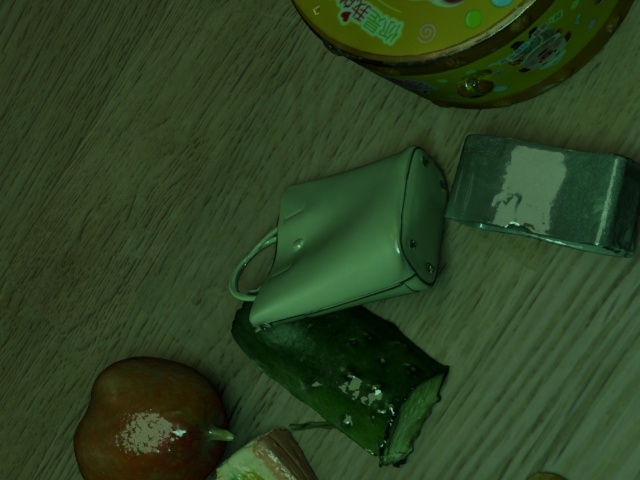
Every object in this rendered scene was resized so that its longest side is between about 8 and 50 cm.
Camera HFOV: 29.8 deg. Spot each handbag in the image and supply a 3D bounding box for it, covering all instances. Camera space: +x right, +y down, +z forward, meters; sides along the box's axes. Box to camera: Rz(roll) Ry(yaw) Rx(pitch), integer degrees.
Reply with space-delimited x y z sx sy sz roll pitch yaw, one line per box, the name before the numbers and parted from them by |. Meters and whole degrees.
handbag | 0.000 0.000 1.519 0.315 0.109 0.241 -13 43 28

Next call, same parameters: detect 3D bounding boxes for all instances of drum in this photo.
drum | 0.171 -0.382 1.457 0.431 0.214 0.431 -7 76 31

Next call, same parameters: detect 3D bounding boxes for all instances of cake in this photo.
cake | -0.047 0.352 1.523 0.109 0.090 0.225 -40 64 15

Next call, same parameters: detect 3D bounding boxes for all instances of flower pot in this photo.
flower pot | 0.261 -0.054 1.401 0.229 0.103 0.108 14 88 34

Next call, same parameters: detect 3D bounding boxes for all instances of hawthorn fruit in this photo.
hawthorn fruit | -0.203 0.252 1.568 0.251 0.199 0.200 -4 78 44

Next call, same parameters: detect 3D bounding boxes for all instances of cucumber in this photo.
cucumber | 0.003 0.140 1.528 0.325 0.105 0.145 33 99 35

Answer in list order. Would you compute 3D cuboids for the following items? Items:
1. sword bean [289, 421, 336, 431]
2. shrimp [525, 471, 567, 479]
sword bean | -0.004 0.241 1.562 0.083 0.012 0.012 -8 76 31
shrimp | 0.276 0.302 1.359 0.108 0.023 0.059 28 62 31
